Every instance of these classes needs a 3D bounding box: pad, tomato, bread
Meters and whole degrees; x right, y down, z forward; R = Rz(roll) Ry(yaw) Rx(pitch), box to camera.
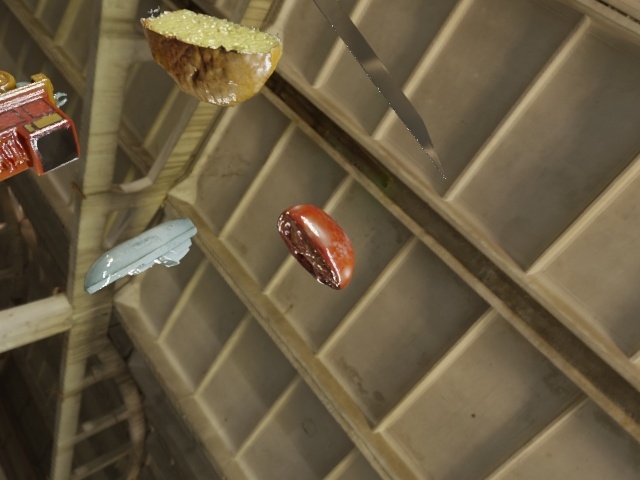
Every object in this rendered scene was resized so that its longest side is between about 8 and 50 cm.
[{"bbox_3d":[0.050,-0.191,0.514,0.009,0.159,0.265,-33,-60,22],"label":"pad"},{"bbox_3d":[0.002,0.006,0.873,0.174,0.082,0.166,51,-18,6],"label":"tomato"},{"bbox_3d":[-0.185,-0.312,0.852,0.260,0.129,0.134,27,-45,18],"label":"bread"}]

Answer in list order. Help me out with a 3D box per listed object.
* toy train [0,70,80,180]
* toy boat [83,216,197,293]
[{"bbox_3d":[-0.694,-0.229,1.043,0.231,0.369,0.163,36,-38,16],"label":"toy train"},{"bbox_3d":[-0.331,0.033,0.905,0.078,0.260,0.085,-15,-75,32],"label":"toy boat"}]
